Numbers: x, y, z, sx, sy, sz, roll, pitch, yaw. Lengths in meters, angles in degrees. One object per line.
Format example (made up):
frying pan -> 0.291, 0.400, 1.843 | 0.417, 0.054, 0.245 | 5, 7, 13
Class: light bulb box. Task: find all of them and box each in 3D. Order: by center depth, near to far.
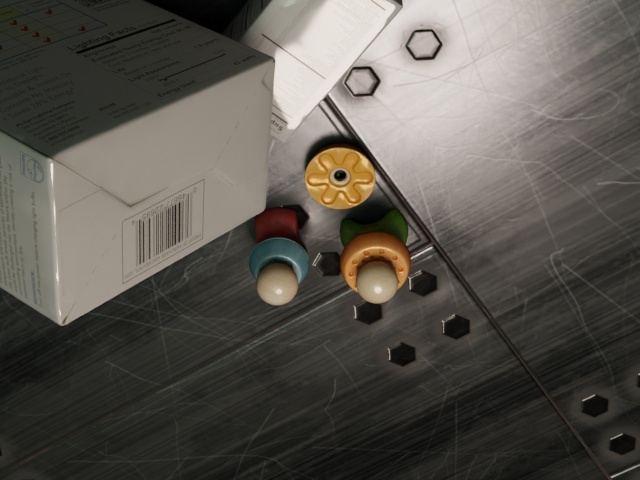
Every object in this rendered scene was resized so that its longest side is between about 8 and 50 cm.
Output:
light bulb box -> -0.305, -0.132, 1.464 | 0.361, 0.358, 0.225 | 28, 129, 29

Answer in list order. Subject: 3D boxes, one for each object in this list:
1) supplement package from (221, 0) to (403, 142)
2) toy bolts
supplement package -> -0.025, -0.273, 1.573 | 0.139, 0.134, 0.244 | 34, 117, -19
toy bolts -> 0.000, 0.000, 1.735 | 0.229, 0.158, 0.218 | -15, 121, 11
